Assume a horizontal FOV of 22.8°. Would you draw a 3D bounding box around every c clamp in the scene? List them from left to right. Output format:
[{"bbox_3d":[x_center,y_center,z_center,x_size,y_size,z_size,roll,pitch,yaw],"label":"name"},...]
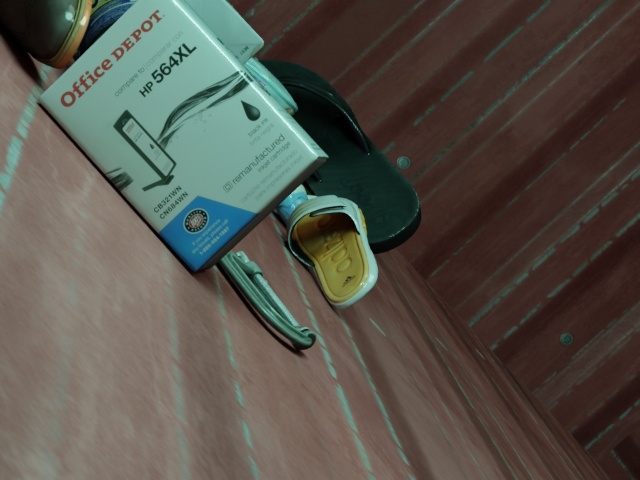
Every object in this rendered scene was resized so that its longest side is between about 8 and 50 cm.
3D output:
[{"bbox_3d":[-0.050,0.052,1.504,0.137,0.022,0.160,43,6,-47],"label":"c clamp"}]

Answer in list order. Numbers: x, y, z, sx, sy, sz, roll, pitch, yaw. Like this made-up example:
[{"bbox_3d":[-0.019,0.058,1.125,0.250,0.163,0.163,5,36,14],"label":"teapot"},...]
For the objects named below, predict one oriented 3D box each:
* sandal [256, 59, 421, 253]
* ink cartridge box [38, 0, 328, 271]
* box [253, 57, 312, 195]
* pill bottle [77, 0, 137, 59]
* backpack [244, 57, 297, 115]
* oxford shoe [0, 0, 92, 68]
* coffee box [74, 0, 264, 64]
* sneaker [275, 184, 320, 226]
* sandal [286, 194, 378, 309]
[{"bbox_3d":[-0.005,-0.162,2.431,0.446,0.168,0.107,44,-15,32],"label":"sandal"},{"bbox_3d":[-0.117,-0.096,1.356,0.203,0.148,0.086,47,7,3],"label":"ink cartridge box"},{"bbox_3d":[-0.033,-0.144,2.643,0.262,0.127,0.231,50,5,32],"label":"box"},{"bbox_3d":[-0.178,-0.168,1.568,0.123,0.123,0.219,46,5,-18],"label":"pill bottle"},{"bbox_3d":[-0.106,-0.153,1.986,0.188,0.144,0.166,51,-1,2],"label":"backpack"},{"bbox_3d":[-0.291,-0.240,1.471,0.098,0.097,0.271,18,18,-37],"label":"oxford shoe"},{"bbox_3d":[-0.205,-0.261,1.819,0.119,0.168,0.297,44,5,-37],"label":"coffee box"},{"bbox_3d":[-0.024,-0.026,2.279,0.073,0.063,0.162,69,15,17],"label":"sneaker"},{"bbox_3d":[0.009,-0.006,2.037,0.076,0.102,0.265,48,6,-27],"label":"sandal"}]
